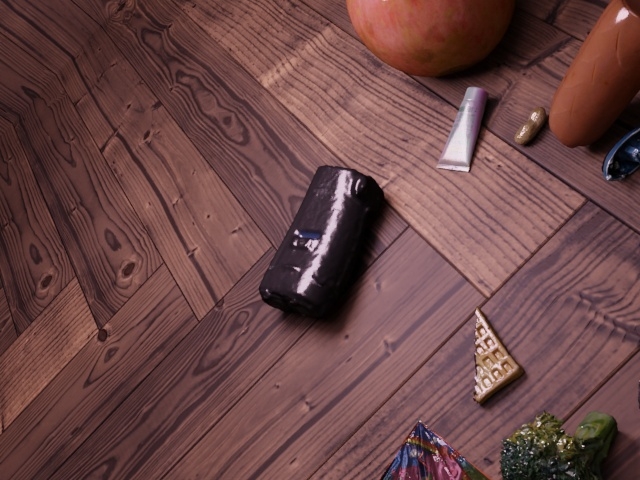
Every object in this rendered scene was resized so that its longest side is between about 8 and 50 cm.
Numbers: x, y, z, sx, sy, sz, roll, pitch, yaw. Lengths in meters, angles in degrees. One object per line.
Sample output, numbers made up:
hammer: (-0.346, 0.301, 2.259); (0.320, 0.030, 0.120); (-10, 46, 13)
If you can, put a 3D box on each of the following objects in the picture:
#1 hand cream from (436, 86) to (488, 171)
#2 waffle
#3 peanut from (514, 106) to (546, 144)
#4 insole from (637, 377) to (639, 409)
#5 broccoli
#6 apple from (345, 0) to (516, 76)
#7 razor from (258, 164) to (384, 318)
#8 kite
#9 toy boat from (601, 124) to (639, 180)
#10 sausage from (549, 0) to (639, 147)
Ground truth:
hand cream: (0.295, -0.225, 1.483); (0.076, 0.047, 0.174); (13, 81, 41)
waffle: (0.272, 0.195, 1.250); (0.097, 0.023, 0.153); (-37, 49, 12)
peanut: (0.406, -0.220, 1.396); (0.037, 0.037, 0.083); (32, 89, 44)
insole: (0.553, 0.126, 1.043); (0.109, 0.007, 0.322); (29, 96, 48)
broccoli: (0.362, 0.322, 1.044); (0.219, 0.194, 0.194); (-13, 53, 59)
apple: (0.239, -0.522, 1.512); (0.364, 0.364, 0.364); (-19, 54, 27)
razor: (0.003, 0.001, 1.514); (0.189, 0.107, 0.327); (11, 70, 41)
kite: (0.180, 0.407, 1.198); (0.321, 0.016, 0.234); (-19, 52, 26)
toy boat: (0.537, -0.151, 1.236); (0.137, 0.060, 0.061); (-39, 25, 7)
sausage: (0.481, -0.280, 1.216); (0.121, 0.304, 0.121); (5, 56, -7)
